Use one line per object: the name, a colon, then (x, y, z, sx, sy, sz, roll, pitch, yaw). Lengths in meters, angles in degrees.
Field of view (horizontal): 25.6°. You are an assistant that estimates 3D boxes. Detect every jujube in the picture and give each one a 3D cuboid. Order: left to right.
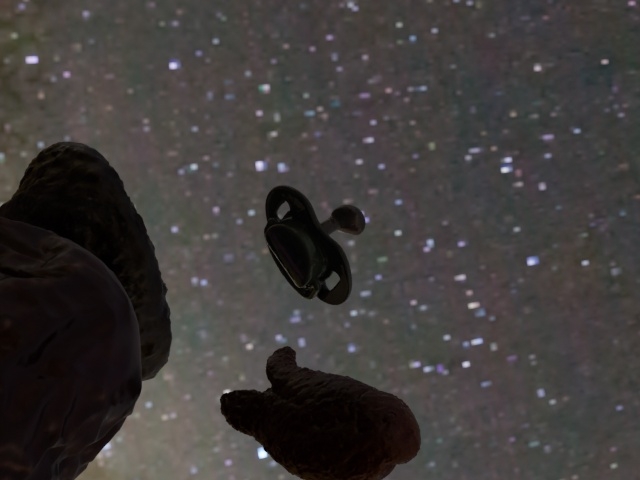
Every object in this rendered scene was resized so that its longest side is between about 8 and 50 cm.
jujube: (-0.316, 0.138, 1.183, 0.276, 0.377, 0.276, 11, -62, 22)

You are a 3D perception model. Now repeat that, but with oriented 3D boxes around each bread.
bread: (-0.006, 0.196, 1.588, 0.269, 0.139, 0.095, 26, -37, 39)

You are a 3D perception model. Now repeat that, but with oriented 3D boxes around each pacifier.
pacifier: (0.000, 0.000, 1.589, 0.150, 0.116, 0.127, 50, -35, 15)

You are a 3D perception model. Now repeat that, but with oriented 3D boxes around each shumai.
shumai: (-0.417, 0.081, 1.998, 0.395, 0.348, 0.395, 55, -21, 33)
